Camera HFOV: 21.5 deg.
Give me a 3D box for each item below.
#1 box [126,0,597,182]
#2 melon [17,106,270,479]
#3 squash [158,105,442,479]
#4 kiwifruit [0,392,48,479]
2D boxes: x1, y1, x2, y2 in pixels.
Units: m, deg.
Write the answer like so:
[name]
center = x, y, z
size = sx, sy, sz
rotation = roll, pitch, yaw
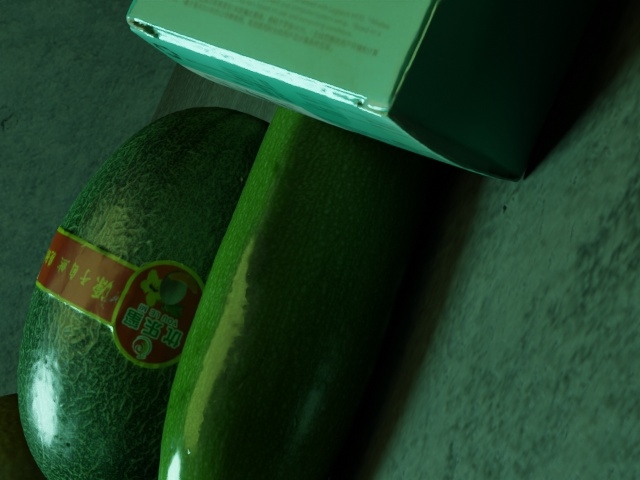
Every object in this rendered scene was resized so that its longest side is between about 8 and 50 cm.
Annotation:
[box]
center = 0.058, -0.205, 0.847
size = 0.205, 0.118, 0.311
rotation = 22, 89, 40
[melon]
center = -0.093, 0.057, 1.057
size = 0.182, 0.182, 0.288
rotation = -167, 97, -78
[squash]
center = 0.000, 0.000, 0.944
size = 0.395, 0.107, 0.107
rotation = -69, 12, -21
[kiwifruit]
center = -0.217, 0.214, 1.286
size = 0.234, 0.196, 0.196
rotation = 157, 136, -77
